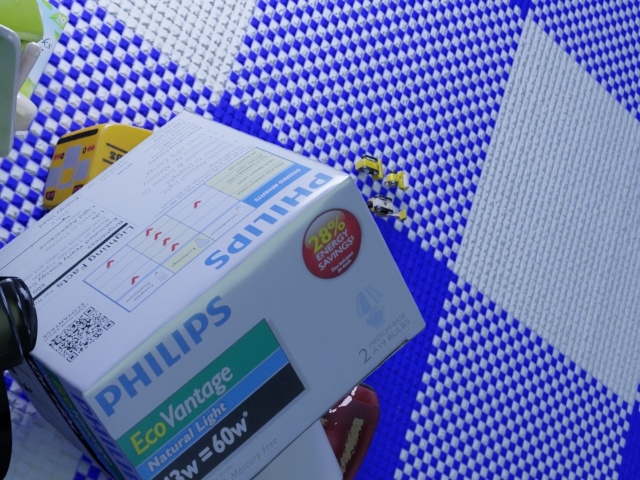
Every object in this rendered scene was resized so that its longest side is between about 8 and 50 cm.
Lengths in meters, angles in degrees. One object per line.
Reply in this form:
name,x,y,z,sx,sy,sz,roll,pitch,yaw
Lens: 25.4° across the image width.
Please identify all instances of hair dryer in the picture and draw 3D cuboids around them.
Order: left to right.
hair dryer,-0.022,0.234,1.933,0.224,0.080,0.293,-15,87,-27

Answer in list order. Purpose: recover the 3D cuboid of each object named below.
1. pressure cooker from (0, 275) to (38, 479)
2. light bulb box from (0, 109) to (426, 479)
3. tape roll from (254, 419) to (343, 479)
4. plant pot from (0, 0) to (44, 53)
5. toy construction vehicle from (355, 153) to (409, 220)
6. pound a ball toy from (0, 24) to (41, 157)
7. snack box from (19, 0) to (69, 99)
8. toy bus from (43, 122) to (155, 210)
pressure cooker,-0.470,0.117,1.289,0.420,0.375,0.370,-22,53,-33
light bulb box,-0.149,0.073,1.548,0.358,0.361,0.225,-40,124,-18
tape roll,-0.115,0.257,1.714,0.246,0.246,0.169,-32,106,-41
plant pot,-0.458,-0.283,1.508,0.227,0.228,0.207,-4,79,-45
toy construction vehicle,0.090,-0.075,2.105,0.098,0.035,0.085,14,63,-43
pound a ball toy,-0.377,-0.140,1.429,0.136,0.319,0.208,22,66,-6
snack box,-0.374,-0.237,1.697,0.100,0.037,0.141,38,59,-33
toy bus,-0.176,-0.050,1.800,0.333,0.108,0.130,23,68,-38
